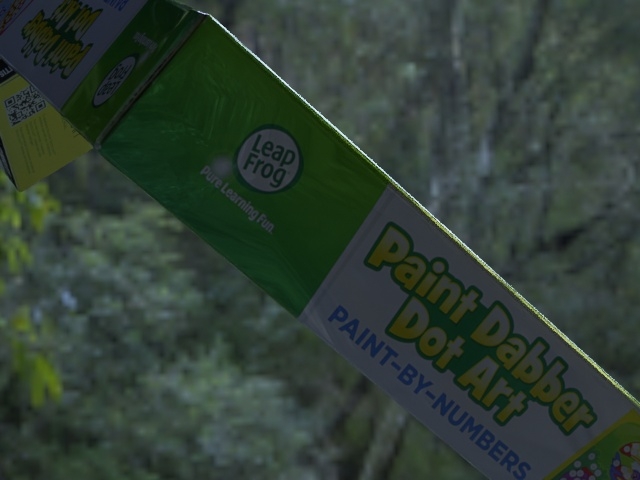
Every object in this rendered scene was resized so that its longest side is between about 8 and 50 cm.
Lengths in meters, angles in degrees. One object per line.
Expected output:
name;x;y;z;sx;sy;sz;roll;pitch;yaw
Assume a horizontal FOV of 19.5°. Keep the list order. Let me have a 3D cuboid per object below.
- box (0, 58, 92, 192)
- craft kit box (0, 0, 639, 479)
box;-0.200;-0.134;0.961;0.058;0.232;0.087;-33;-29;-18
craft kit box;0.000;0.000;0.667;0.250;0.061;0.246;41;-4;-23
